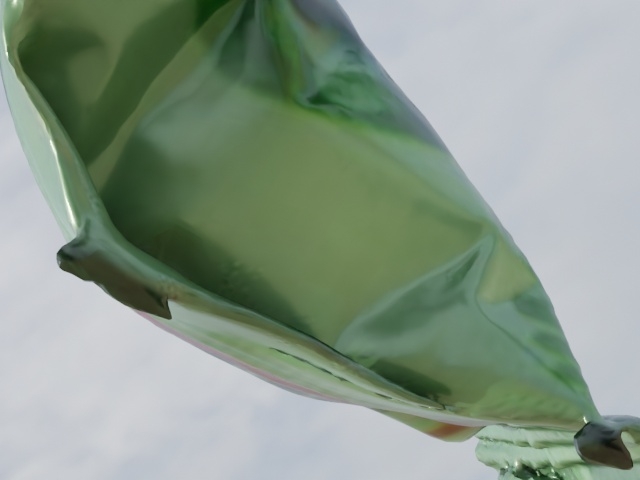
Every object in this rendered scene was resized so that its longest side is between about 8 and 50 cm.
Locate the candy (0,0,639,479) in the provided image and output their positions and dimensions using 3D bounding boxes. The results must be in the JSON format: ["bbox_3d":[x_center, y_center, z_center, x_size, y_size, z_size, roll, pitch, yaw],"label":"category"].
[{"bbox_3d":[0.005,-0.005,0.847,0.172,0.398,0.263,-50,7,-3],"label":"candy"}]
